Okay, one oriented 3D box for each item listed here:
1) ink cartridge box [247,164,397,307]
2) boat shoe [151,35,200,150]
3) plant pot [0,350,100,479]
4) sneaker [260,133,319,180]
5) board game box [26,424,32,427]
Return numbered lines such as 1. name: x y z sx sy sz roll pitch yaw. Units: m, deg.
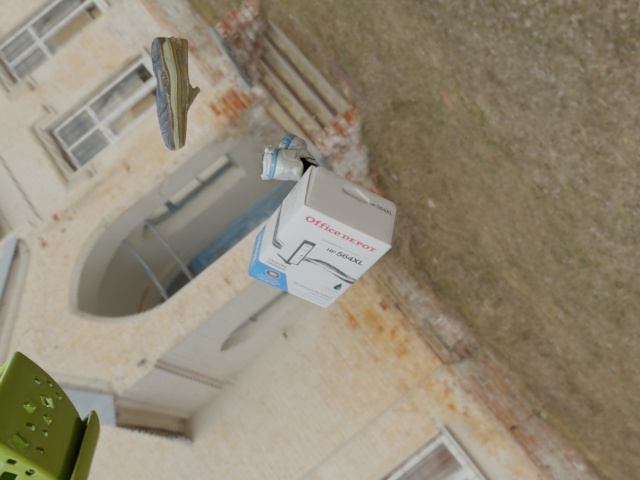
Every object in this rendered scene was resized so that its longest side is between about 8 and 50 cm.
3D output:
1. ink cartridge box: 0.000 0.000 1.145 0.148 0.203 0.086 24 -130 -15
2. boat shoe: -0.237 -0.249 1.284 0.068 0.072 0.190 19 114 55
3. plant pot: -0.503 0.362 1.241 0.207 0.228 0.227 40 -165 -21
4. sneaker: -0.039 -0.132 1.285 0.083 0.071 0.190 13 -159 8
5. board game box: -0.674 0.494 1.565 0.232 0.141 0.291 45 -144 -40
